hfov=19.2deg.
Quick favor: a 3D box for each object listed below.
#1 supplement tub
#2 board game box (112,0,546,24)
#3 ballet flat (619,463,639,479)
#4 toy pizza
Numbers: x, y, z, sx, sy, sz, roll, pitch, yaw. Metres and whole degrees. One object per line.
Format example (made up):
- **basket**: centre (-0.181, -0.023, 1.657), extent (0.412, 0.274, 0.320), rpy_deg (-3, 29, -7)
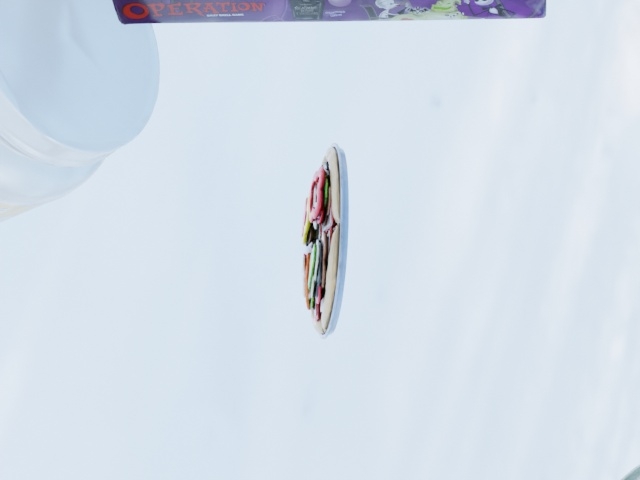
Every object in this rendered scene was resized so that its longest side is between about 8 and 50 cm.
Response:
- **supplement tub**: centre (-0.325, -0.125, 1.639), extent (0.241, 0.331, 0.241), rpy_deg (23, 58, -43)
- **board game box**: centre (0.010, -0.277, 1.540), extent (0.056, 0.346, 0.208), rpy_deg (80, 11, -61)
- **ballet flat**: centre (0.364, 0.239, 1.840), extent (0.083, 0.247, 0.087), rpy_deg (65, 2, -69)
- **toy pizza**: centre (0.000, 0.000, 1.932), extent (0.201, 0.032, 0.201), rpy_deg (-177, -90, -83)
